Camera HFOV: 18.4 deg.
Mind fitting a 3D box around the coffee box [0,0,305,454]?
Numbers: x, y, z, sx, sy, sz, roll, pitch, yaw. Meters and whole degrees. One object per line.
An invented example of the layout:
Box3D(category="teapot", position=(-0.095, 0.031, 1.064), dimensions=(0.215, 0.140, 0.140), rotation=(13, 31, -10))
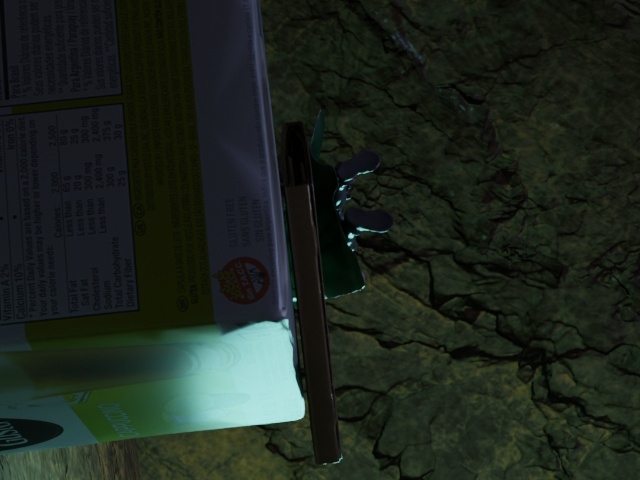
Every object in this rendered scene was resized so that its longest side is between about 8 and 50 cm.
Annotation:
Box3D(category="coffee box", position=(-0.197, -0.047, 1.387), dimensions=(0.338, 0.334, 0.338), rotation=(86, -2, -73))

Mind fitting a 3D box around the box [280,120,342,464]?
Box3D(category="box", position=(-0.008, 0.033, 1.386), dimensions=(0.164, 0.021, 0.201), rotation=(-99, -177, -72))

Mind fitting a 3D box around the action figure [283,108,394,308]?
Box3D(category="action figure", position=(0.000, 0.000, 1.540), dimensions=(0.232, 0.063, 0.137), rotation=(131, -48, -67))
